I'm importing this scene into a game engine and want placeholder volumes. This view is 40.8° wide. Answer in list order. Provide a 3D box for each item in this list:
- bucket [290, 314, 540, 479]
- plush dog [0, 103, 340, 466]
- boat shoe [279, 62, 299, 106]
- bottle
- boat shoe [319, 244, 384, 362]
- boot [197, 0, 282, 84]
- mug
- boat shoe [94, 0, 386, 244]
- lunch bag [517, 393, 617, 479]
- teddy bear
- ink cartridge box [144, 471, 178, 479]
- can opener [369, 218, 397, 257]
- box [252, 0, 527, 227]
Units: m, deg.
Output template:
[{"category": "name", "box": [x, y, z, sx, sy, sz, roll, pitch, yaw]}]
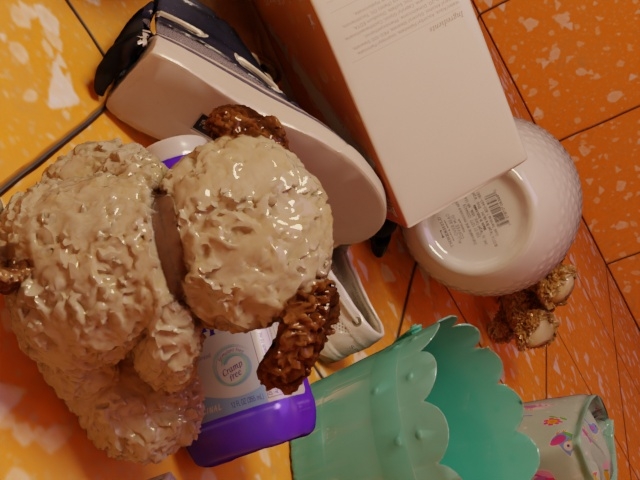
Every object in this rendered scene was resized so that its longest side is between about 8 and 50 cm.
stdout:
[{"category": "bucket", "box": [0.108, 0.237, 0.920, 0.281, 0.183, 0.281, 44, 34, -40]}, {"category": "plush dog", "box": [-0.101, 0.005, 0.598, 0.210, 0.225, 0.263, 60, 14, -72]}, {"category": "boat shoe", "box": [0.007, -0.198, 1.230, 0.228, 0.079, 0.081, 60, 16, -24]}, {"category": "bottle", "box": [-0.094, 0.048, 0.756, 0.092, 0.118, 0.283, 5, 65, -62]}, {"category": "boat shoe", "box": [0.000, 0.000, 1.008, 0.098, 0.096, 0.277, -22, 89, -64]}, {"category": "boot", "box": [-0.143, -0.333, 1.024, 0.236, 0.089, 0.270, 11, 61, -60]}, {"category": "mug", "box": [0.242, -0.098, 1.298, 0.328, 0.276, 0.374, -21, 100, -71]}, {"category": "boat shoe", "box": [-0.065, -0.136, 0.910, 0.340, 0.127, 0.158, 34, 35, -28]}, {"category": "lunch bag", "box": [0.274, 0.294, 1.152, 0.262, 0.223, 0.160, -29, 100, -67]}, {"category": "teddy bear", "box": [0.378, 0.080, 1.572, 0.113, 0.245, 0.338, 18, 31, 1]}, {"category": "ink cartridge box", "box": [-0.124, 0.273, 0.592, 0.097, 0.046, 0.207, 54, 28, -22]}, {"category": "can opener", "box": [0.081, -0.059, 1.285, 0.059, 0.073, 0.186, 14, 42, -11]}, {"category": "box", "box": [0.061, -0.217, 0.983, 0.345, 0.168, 0.215, 65, -12, -19]}]
